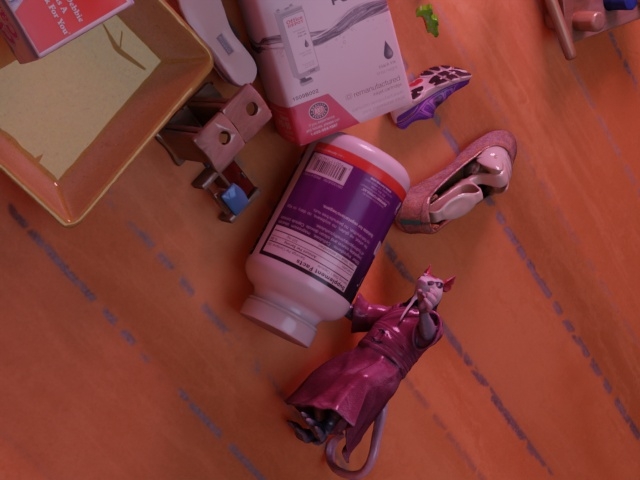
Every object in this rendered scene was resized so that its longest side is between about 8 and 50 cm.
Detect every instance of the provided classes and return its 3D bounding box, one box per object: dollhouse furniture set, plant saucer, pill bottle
[{"bbox_3d":[-0.129,-0.131,1.778,0.129,0.129,0.184,-48,121,-19],"label":"dollhouse furniture set"},{"bbox_3d":[-0.364,-0.243,1.599,0.333,0.081,0.333,46,72,-25],"label":"plant saucer"},{"bbox_3d":[0.000,0.000,1.864,0.181,0.181,0.323,34,79,-35],"label":"pill bottle"}]

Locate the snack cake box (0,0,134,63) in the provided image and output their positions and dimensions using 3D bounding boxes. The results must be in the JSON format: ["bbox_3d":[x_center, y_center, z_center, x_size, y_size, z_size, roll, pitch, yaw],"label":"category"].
[{"bbox_3d":[-0.375,-0.377,1.488,0.152,0.089,0.264,-37,110,-25],"label":"snack cake box"}]

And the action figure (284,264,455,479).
[{"bbox_3d":[0.116,0.199,1.945,0.370,0.248,0.276,-46,122,-17],"label":"action figure"}]

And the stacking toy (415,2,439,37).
[{"bbox_3d":[0.130,-0.453,1.902,0.221,0.052,0.167,55,23,-35],"label":"stacking toy"}]

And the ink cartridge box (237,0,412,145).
[{"bbox_3d":[0.000,-0.319,1.818,0.207,0.117,0.283,-22,112,-13],"label":"ink cartridge box"}]

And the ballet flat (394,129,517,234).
[{"bbox_3d":[0.268,-0.097,2.088,0.316,0.106,0.108,-36,118,-26],"label":"ballet flat"}]

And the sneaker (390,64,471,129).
[{"bbox_3d":[0.189,-0.249,2.042,0.169,0.068,0.071,-30,130,-19],"label":"sneaker"}]

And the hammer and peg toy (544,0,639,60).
[{"bbox_3d":[0.481,-0.494,2.158,0.361,0.127,0.266,-24,114,-31],"label":"hammer and peg toy"}]

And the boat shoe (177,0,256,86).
[{"bbox_3d":[-0.162,-0.311,1.761,0.066,0.063,0.184,-47,114,-20],"label":"boat shoe"}]
